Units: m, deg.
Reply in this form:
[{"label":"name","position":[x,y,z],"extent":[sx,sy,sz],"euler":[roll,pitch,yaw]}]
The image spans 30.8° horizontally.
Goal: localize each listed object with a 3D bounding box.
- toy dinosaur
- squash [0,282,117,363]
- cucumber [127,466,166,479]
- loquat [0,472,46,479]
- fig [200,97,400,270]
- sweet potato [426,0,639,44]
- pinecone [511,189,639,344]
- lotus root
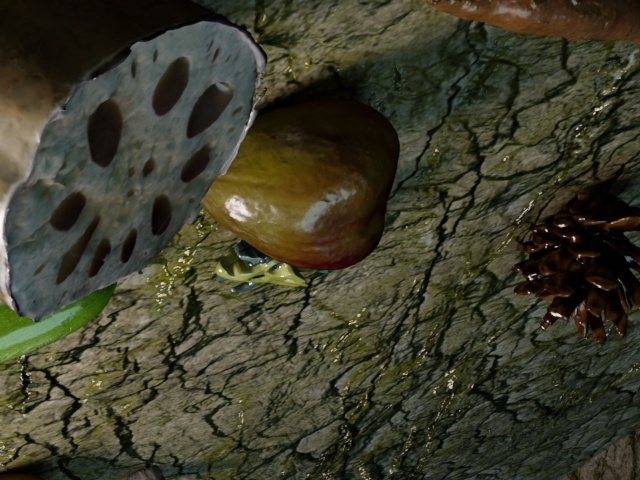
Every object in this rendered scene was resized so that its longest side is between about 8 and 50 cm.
[{"label":"toy dinosaur","position":[0.000,0.000,1.311],"extent":[0.153,0.094,0.259],"euler":[-38,160,29]},{"label":"squash","position":[-0.343,0.089,1.176],"extent":[0.292,0.082,0.082],"euler":[-20,155,-11]},{"label":"cucumber","position":[-0.269,0.422,1.875],"extent":[0.064,0.112,0.064],"euler":[-20,148,-13]},{"label":"loquat","position":[-0.436,0.400,1.644],"extent":[0.152,0.152,0.195],"euler":[-23,147,-4]},{"label":"fig","position":[-0.053,-0.060,1.097],"extent":[0.274,0.145,0.170],"euler":[7,125,-22]},{"label":"sweet potato","position":[0.220,-0.223,1.088],"extent":[0.314,0.066,0.072],"euler":[0,139,-37]},{"label":"pinecone","position":[0.375,0.039,1.597],"extent":[0.202,0.201,0.229],"euler":[20,166,-25]},{"label":"lotus root","position":[-0.186,-0.088,0.823],"extent":[0.272,0.192,0.272],"euler":[-54,166,-21]}]
